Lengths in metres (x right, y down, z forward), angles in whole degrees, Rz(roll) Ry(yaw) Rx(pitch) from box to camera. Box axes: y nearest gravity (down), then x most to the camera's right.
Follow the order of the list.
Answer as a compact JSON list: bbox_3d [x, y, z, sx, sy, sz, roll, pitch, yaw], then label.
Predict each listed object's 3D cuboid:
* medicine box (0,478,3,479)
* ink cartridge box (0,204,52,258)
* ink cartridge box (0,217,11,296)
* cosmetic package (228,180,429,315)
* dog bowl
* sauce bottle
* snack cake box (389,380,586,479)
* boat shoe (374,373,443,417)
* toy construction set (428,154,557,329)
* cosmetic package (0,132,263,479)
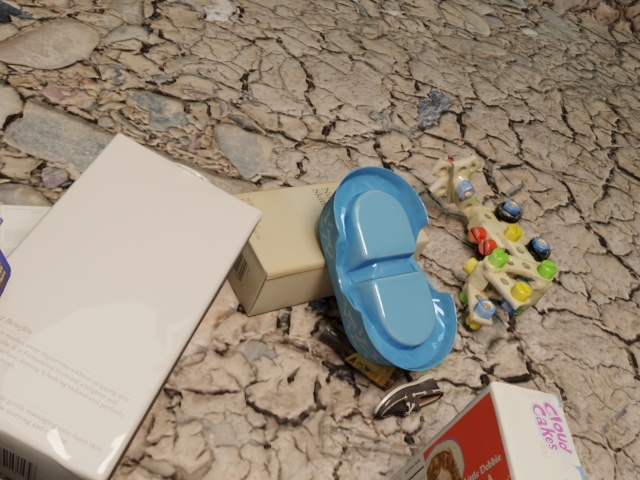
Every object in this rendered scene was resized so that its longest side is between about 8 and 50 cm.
[{"bbox_3d":[-0.372,0.311,0.509,0.289,0.149,0.263,27,42,1],"label":"medicine box"},{"bbox_3d":[-0.330,0.062,0.856,0.189,0.066,0.232,1,63,-26],"label":"ink cartridge box"},{"bbox_3d":[-0.437,0.075,0.503,0.396,0.151,0.270,-9,35,1],"label":"ink cartridge box"},{"bbox_3d":[0.000,0.000,1.029,0.310,0.113,0.160,-12,56,-34],"label":"cosmetic package"},{"bbox_3d":[0.090,0.044,0.925,0.166,0.074,0.297,-8,76,-34],"label":"dog bowl"},{"bbox_3d":[0.058,0.168,0.947,0.128,0.042,0.042,34,43,10],"label":"sauce bottle"},{"bbox_3d":[0.173,0.294,0.716,0.089,0.264,0.152,14,44,-15],"label":"snack cake box"},{"bbox_3d":[0.129,0.229,0.921,0.125,0.046,0.038,-10,49,-44],"label":"boat shoe"},{"bbox_3d":[0.303,0.001,1.168,0.215,0.151,0.327,-2,61,-28],"label":"toy construction set"},{"bbox_3d":[-0.250,0.078,0.750,0.217,0.156,0.385,31,49,-3],"label":"cosmetic package"}]
